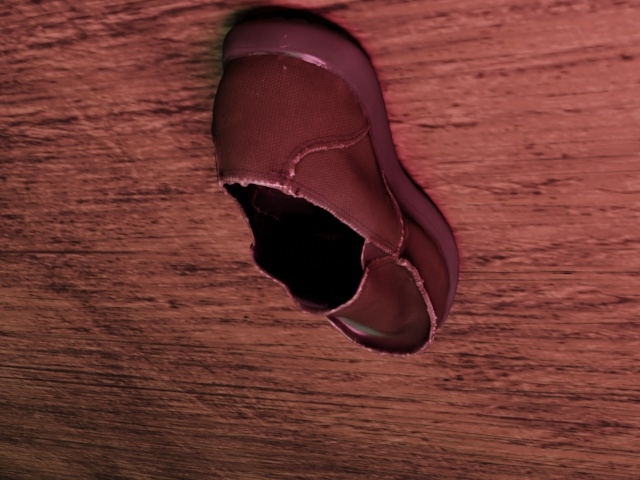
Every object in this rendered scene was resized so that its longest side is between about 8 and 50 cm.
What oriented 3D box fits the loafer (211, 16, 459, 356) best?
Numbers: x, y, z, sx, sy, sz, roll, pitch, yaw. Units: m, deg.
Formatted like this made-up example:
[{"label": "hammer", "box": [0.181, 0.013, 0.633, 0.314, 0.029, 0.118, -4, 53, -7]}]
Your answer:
[{"label": "loafer", "box": [0.000, 0.000, 0.873, 0.134, 0.130, 0.366, 6, 151, 26]}]
